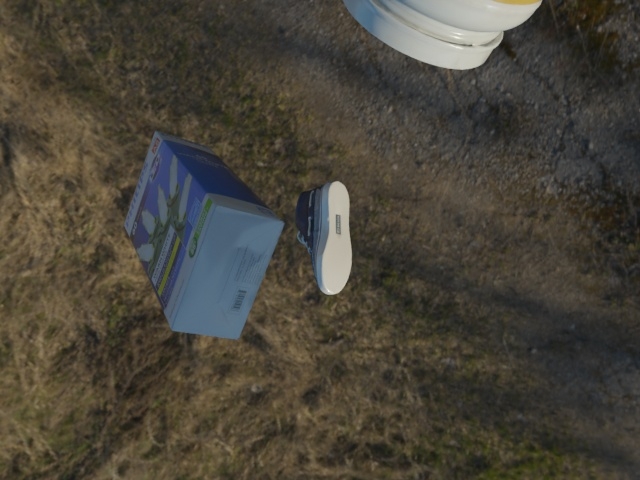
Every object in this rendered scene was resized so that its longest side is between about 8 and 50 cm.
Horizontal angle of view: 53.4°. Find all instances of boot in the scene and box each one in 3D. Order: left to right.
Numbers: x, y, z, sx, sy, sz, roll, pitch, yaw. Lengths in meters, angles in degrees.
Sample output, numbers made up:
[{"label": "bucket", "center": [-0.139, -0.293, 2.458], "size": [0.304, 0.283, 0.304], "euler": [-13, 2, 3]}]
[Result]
[{"label": "boot", "center": [0.000, 0.000, 1.050], "size": [0.069, 0.190, 0.086], "euler": [21, 155, -40]}]

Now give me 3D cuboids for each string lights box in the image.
[{"label": "string lights box", "center": [-0.140, -0.017, 0.702], "size": [0.076, 0.259, 0.133], "euler": [14, 106, -32]}]

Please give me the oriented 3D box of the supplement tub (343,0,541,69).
[{"label": "supplement tub", "center": [0.166, -0.360, 0.641], "size": [0.228, 0.228, 0.316], "euler": [29, 134, 1]}]
